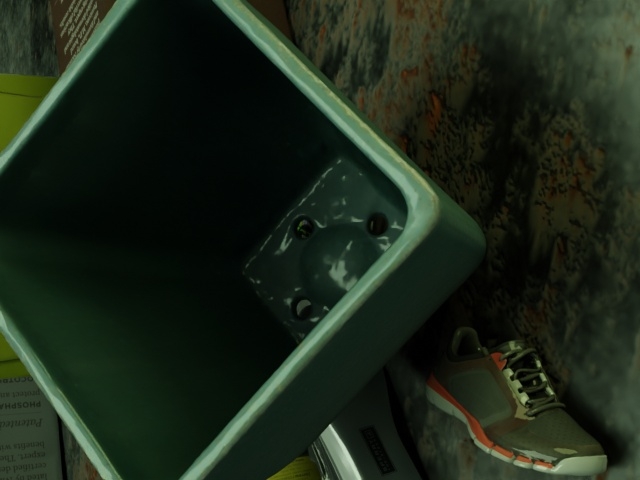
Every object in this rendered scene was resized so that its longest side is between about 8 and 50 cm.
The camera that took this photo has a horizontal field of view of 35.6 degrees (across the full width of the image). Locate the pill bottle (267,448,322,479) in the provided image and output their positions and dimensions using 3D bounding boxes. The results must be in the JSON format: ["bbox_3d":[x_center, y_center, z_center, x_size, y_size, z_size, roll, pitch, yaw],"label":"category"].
[{"bbox_3d":[-0.018,0.263,0.833,0.103,0.103,0.184,-42,56,50],"label":"pill bottle"}]

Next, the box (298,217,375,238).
[{"bbox_3d":[0.000,0.000,0.849,0.083,0.052,0.062,25,111,54],"label":"box"}]

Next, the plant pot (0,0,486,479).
[{"bbox_3d":[-0.036,0.007,0.669,0.248,0.252,0.247,-49,65,13],"label":"plant pot"}]

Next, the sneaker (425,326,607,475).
[{"bbox_3d":[0.124,0.099,0.647,0.158,0.061,0.064,28,107,54],"label":"sneaker"}]

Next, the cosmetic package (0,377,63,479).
[{"bbox_3d":[-0.608,0.400,1.572,0.329,0.328,0.393,-34,61,54],"label":"cosmetic package"}]

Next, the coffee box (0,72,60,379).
[{"bbox_3d":[-0.394,-0.022,1.211,0.334,0.338,0.337,5,95,58],"label":"coffee box"}]

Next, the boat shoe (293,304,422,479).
[{"bbox_3d":[0.023,0.162,0.799,0.076,0.080,0.228,-52,55,43],"label":"boat shoe"}]

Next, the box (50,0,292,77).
[{"bbox_3d":[-0.149,-0.228,0.956,0.143,0.191,0.381,-37,60,52],"label":"box"}]
